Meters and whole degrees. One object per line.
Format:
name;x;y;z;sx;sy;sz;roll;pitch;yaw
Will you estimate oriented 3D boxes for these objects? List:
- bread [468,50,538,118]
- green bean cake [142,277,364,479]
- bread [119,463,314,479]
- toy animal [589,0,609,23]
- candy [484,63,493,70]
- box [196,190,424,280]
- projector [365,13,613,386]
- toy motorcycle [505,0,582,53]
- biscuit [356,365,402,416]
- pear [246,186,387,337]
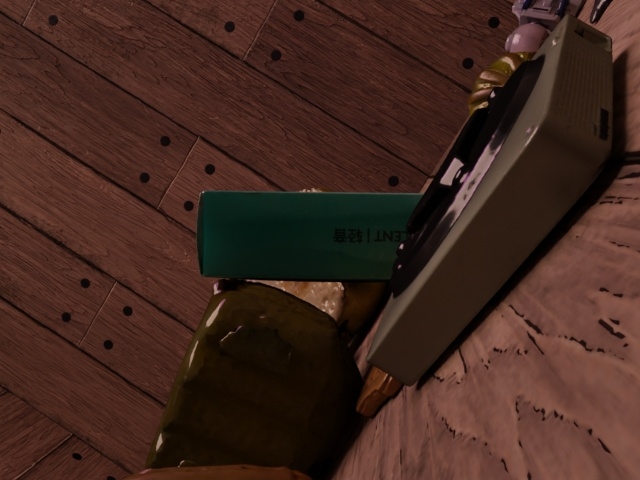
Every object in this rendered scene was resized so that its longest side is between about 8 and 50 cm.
bread;0.258;-0.204;0.875;0.157;0.094;0.083;-49;-8;-3
green bean cake;-0.061;0.209;0.764;0.310;0.202;0.285;5;-75;-85
bread;-0.094;0.245;0.356;0.274;0.149;0.274;-59;3;5
toy animal;0.385;-0.469;0.738;0.206;0.081;0.367;-69;-12;-45
candy;0.376;-0.305;1.390;0.077;0.073;0.262;-21;34;47
box;0.000;0.000;0.878;0.205;0.311;0.118;73;-163;-88
projector;0.136;-0.041;0.531;0.257;0.079;0.259;-55;-5;-50
toy motorcycle;0.392;-0.387;1.092;0.254;0.112;0.112;-58;-3;-24
biscuit;0.087;0.100;0.655;0.184;0.027;0.133;-56;-5;-31
pear;0.015;0.065;1.348;0.386;0.191;0.340;17;96;56
